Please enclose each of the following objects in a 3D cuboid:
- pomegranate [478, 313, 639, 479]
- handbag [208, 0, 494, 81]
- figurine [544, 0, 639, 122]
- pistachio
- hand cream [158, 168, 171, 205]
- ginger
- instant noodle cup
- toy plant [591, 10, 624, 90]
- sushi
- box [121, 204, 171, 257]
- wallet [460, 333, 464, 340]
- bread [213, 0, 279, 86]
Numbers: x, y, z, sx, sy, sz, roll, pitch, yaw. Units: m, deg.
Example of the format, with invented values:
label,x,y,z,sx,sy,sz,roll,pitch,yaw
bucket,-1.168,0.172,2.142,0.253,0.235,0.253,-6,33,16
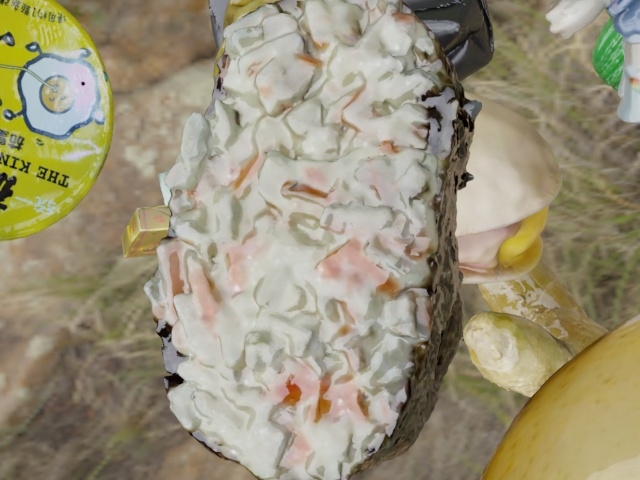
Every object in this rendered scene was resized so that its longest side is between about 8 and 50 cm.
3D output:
label,x,y,z,sx,sy,sz,roll,pitch,yaw
pomegranate,0.133,0.111,0.412,0.233,0.233,0.233,4,98,35
handbag,0.016,-0.268,2.019,0.342,0.152,0.288,-31,62,11
figurine,0.284,-0.306,1.578,0.205,0.382,0.224,-10,46,19
pistachio,0.092,-0.054,1.772,0.309,0.230,0.230,12,104,4
hand cream,-0.042,-0.076,1.468,0.050,0.205,0.078,59,160,19
ginger,0.311,0.148,1.916,0.348,0.363,0.122,36,98,-4
instant noodle cup,-0.259,-0.091,1.199,0.144,0.182,0.182,4,98,59
toy plant,0.371,-0.251,1.765,0.155,0.088,0.240,17,132,5
sushi,0.000,0.000,0.517,0.090,0.078,0.150,8,85,11
box,-0.073,-0.014,1.316,0.089,0.156,0.022,135,126,-68
wallet,0.043,0.167,1.932,0.039,0.243,0.133,59,155,11
bread,-0.024,-0.183,1.252,0.087,0.098,0.269,-42,28,37
